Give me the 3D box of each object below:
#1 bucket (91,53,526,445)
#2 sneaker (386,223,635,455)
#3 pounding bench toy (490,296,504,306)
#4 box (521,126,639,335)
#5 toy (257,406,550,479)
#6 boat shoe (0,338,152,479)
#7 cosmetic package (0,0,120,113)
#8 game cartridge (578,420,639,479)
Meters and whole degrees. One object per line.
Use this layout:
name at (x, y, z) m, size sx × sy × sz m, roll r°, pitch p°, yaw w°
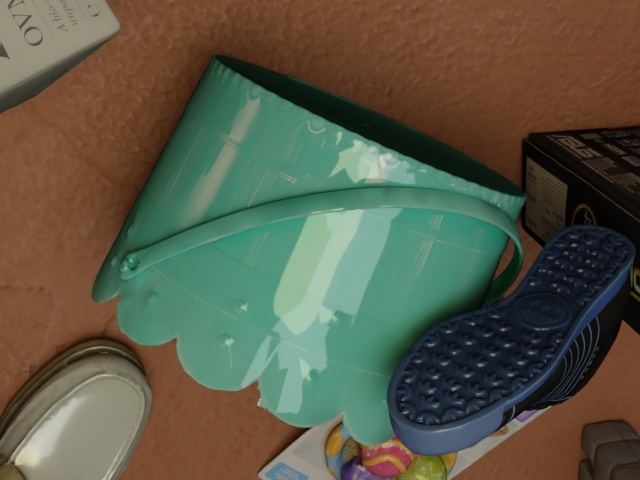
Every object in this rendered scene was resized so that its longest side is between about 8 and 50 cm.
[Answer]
bucket at (0.000, 0.000, 0.887) m, size 0.281 × 0.281 × 0.183 m, roll 20°, pitch 102°, yaw -20°
sneaker at (0.128, 0.080, 0.808) m, size 0.232 × 0.081 × 0.090 m, roll -34°, pitch 136°, yaw -35°
pounding bench toy at (0.145, 0.077, 1.067) m, size 0.083 × 0.052 × 0.065 m, roll 8°, pitch 109°, yaw -17°
box at (0.360, 0.002, 0.902) m, size 0.318 × 0.395 × 0.097 m, roll -8°, pitch 111°, yaw -12°
toy at (0.073, 0.177, 1.053) m, size 0.137 × 0.056 × 0.237 m, roll 34°, pitch 117°, yaw -23°
boat shoe at (-0.232, 0.219, 1.003) m, size 0.113 × 0.103 × 0.302 m, roll 32°, pitch 101°, yaw -23°
cosmetic package at (-0.267, -0.142, 0.646) m, size 0.225 × 0.138 × 0.224 m, roll -36°, pitch 100°, yaw -33°
game cartridge at (0.283, 0.370, 1.124) m, size 0.068 × 0.230 × 0.355 m, roll -5°, pitch 113°, yaw -12°
